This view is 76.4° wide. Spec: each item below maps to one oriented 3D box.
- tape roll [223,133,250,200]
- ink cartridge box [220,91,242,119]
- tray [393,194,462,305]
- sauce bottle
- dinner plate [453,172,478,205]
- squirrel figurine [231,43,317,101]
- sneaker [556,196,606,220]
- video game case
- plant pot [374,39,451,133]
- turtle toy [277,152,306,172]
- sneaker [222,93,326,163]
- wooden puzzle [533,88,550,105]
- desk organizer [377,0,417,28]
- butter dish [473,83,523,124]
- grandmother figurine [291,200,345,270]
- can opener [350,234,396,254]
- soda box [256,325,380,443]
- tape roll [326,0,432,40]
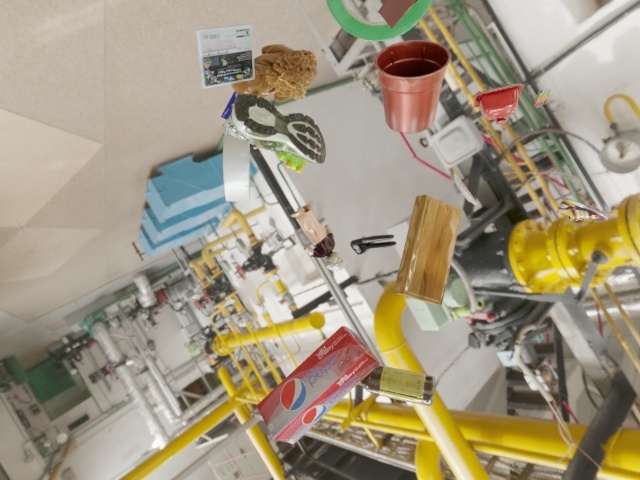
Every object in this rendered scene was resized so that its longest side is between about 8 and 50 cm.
[{"bbox_3d":[-0.344,-0.303,1.689,0.100,0.285,0.286,0,174,-8],"label":"tape roll"},{"bbox_3d":[-0.319,-0.638,2.147,0.175,0.371,0.069,-63,-171,-3],"label":"ink cartridge box"},{"bbox_3d":[0.444,0.041,1.660,0.203,0.410,0.076,19,172,-25],"label":"tray"},{"bbox_3d":[0.243,0.519,1.503,0.345,0.111,0.111,7,-166,19],"label":"sauce bottle"},{"bbox_3d":[0.497,-0.174,1.407,0.017,0.141,0.141,-35,178,23],"label":"dinner plate"},{"bbox_3d":[-0.223,-0.793,1.939,0.398,0.280,0.370,7,-153,33],"label":"squirrel figurine"},{"bbox_3d":[1.111,-0.113,1.739,0.083,0.186,0.069,-66,168,19],"label":"sneaker"},{"bbox_3d":[-0.299,-0.591,1.304,0.191,0.022,0.173,-26,138,-31],"label":"video game case"},{"bbox_3d":[0.349,-0.580,1.577,0.273,0.272,0.265,-31,143,-15],"label":"plant pot"},{"bbox_3d":[-0.121,-0.347,1.739,0.095,0.130,0.066,-69,-162,-6],"label":"turtle toy"},{"bbox_3d":[-0.155,-0.363,1.408,0.411,0.157,0.182,18,162,-40],"label":"sneaker"},{"bbox_3d":[0.679,-0.439,1.248,0.084,0.006,0.049,-15,133,-27],"label":"wooden puzzle"},{"bbox_3d":[0.175,-0.507,0.854,0.047,0.050,0.130,-45,-171,-11],"label":"desk organizer"},{"bbox_3d":[0.642,-0.477,1.465,0.160,0.118,0.160,-9,177,18],"label":"butter dish"},{"bbox_3d":[0.000,0.000,1.861,0.208,0.342,0.104,-41,-167,-32],"label":"grandmother figurine"},{"bbox_3d":[0.177,0.006,1.382,0.186,0.059,0.073,-15,-155,49],"label":"can opener"},{"bbox_3d":[-0.005,0.310,0.876,0.263,0.092,0.083,-44,136,1],"label":"soda box"},{"bbox_3d":[0.169,-0.740,1.150,0.321,0.321,0.077,-31,-164,24],"label":"tape roll"}]
